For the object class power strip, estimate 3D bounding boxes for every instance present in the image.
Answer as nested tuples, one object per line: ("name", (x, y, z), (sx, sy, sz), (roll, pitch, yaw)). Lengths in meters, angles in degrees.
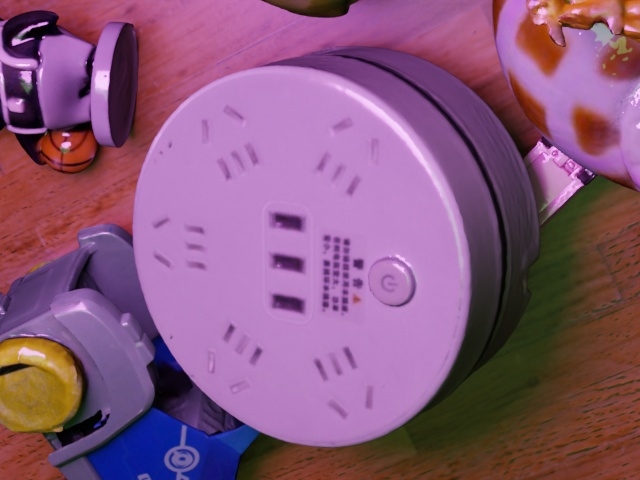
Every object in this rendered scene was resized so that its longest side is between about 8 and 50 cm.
("power strip", (0.000, 0.000, 1.181), (0.357, 0.161, 0.357), (9, 109, 30))

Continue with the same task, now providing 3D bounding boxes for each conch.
("conch", (0.254, -0.190, 1.074), (0.249, 0.197, 0.368), (1, 89, -27))

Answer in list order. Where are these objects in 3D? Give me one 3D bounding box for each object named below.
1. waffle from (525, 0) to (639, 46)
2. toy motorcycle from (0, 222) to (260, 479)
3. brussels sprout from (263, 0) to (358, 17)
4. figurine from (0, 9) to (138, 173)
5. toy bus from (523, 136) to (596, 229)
("waffle", (0.251, -0.258, 0.931), (0.329, 0.062, 0.329), (0, 86, 5))
("toy motorcycle", (-0.168, 0.155, 1.306), (0.200, 0.191, 0.326), (-28, 113, 13))
("brussels sprout", (0.016, -0.373, 1.069), (0.315, 0.276, 0.371), (45, 107, -6))
("figurine", (-0.299, -0.147, 1.268), (0.236, 0.133, 0.176), (7, 124, 3))
("toy bus", (0.193, -0.041, 1.216), (0.063, 0.090, 0.203), (47, 108, 8))
